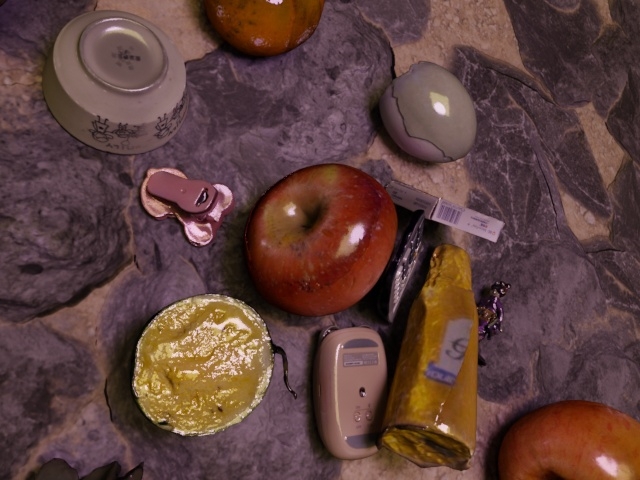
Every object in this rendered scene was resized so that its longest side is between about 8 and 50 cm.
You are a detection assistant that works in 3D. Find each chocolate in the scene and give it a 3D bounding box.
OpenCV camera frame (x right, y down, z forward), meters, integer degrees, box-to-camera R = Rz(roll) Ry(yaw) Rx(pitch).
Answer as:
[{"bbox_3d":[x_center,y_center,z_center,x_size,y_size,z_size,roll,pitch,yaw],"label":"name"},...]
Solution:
[{"bbox_3d":[0.218,0.183,0.929,0.162,0.162,0.445,34,48,-17],"label":"chocolate"}]

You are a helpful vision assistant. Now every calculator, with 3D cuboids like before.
[{"bbox_3d":[0.153,0.052,0.914,0.040,0.268,0.177,22,65,13],"label":"calculator"}]

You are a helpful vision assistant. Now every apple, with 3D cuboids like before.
[{"bbox_3d":[0.524,0.462,0.982,0.275,0.299,0.299,-20,88,-53],"label":"apple"},{"bbox_3d":[0.000,0.000,0.840,0.271,0.252,0.206,-70,153,-21],"label":"apple"}]

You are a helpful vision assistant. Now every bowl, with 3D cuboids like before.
[{"bbox_3d":[-0.324,-0.272,0.797,0.238,0.126,0.237,6,77,-24],"label":"bowl"}]

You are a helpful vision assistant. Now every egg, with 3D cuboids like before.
[{"bbox_3d":[0.236,-0.260,1.045,0.183,0.183,0.217,-37,88,-28],"label":"egg"}]

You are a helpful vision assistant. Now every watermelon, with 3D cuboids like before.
[{"bbox_3d":[-0.180,0.188,0.766,0.232,0.127,0.204,-15,86,-27],"label":"watermelon"}]

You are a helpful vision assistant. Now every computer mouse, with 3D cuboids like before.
[{"bbox_3d":[0.056,0.272,0.895,0.145,0.082,0.236,2,78,-28],"label":"computer mouse"}]

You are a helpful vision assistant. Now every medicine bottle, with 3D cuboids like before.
[{"bbox_3d":[0.244,-0.065,1.001,0.171,0.201,0.052,16,100,-24],"label":"medicine bottle"}]

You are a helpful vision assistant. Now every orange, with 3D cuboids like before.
[{"bbox_3d":[-0.103,-0.468,0.924,0.240,0.171,0.240,5,78,-26],"label":"orange"}]

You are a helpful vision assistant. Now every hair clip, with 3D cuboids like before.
[{"bbox_3d":[-0.233,-0.066,0.852,0.138,0.102,0.123,15,67,11],"label":"hair clip"}]

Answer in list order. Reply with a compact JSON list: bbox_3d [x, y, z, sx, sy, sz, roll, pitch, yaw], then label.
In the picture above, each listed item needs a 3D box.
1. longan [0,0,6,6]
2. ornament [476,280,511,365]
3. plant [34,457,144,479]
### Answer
[{"bbox_3d":[-0.568,-0.481,0.563,0.404,0.404,0.435,-38,99,-28],"label":"longan"},{"bbox_3d":[0.351,0.172,1.072,0.088,0.081,0.203,46,61,-13],"label":"ornament"},{"bbox_3d":[-0.313,0.432,0.601,0.215,0.213,0.312,0,69,-25],"label":"plant"}]
